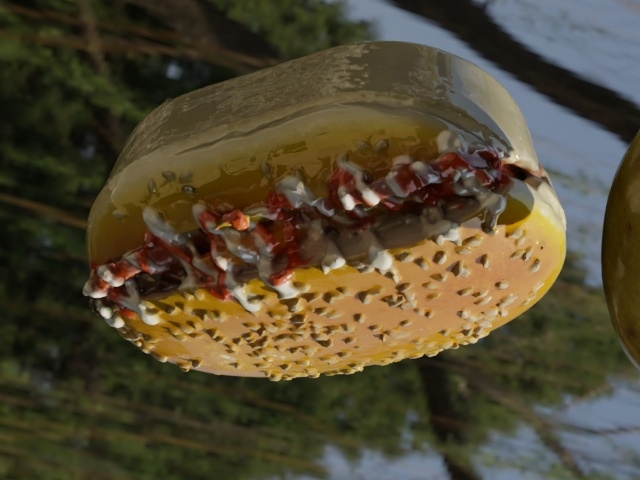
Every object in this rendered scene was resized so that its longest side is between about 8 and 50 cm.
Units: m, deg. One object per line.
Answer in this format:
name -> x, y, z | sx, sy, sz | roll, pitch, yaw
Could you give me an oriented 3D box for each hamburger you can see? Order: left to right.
hamburger -> 0.000, 0.000, 1.090 | 0.295, 0.227, 0.151 | -19, -130, 21

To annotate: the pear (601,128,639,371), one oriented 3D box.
pear -> 0.246, -0.004, 0.909 | 0.209, 0.208, 0.209 | -43, -141, 49
